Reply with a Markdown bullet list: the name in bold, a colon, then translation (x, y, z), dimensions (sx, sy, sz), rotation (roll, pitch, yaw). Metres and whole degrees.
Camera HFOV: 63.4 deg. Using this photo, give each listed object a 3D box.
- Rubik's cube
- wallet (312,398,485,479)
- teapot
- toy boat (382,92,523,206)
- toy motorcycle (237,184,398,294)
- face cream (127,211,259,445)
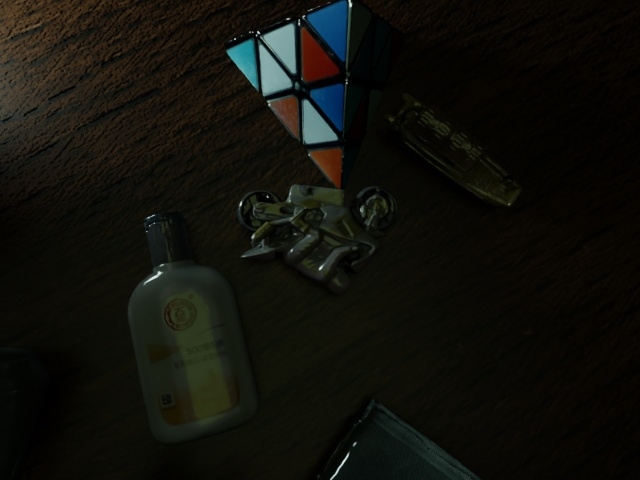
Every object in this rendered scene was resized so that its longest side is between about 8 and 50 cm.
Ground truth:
- **Rubik's cube**: translation (0.047, -0.259, 0.684), dimensions (0.250, 0.234, 0.284), rotation (-32, 85, -11)
- **wallet**: translation (0.062, 0.403, 0.633), dimensions (0.237, 0.075, 0.342), rotation (31, 78, 25)
- **teapot**: translation (-0.419, 0.244, 0.594), dimensions (0.203, 0.171, 0.224), rotation (-1, 87, 25)
- **toy boat**: translation (0.194, -0.129, 0.752), dimensions (0.226, 0.088, 0.068), rotation (38, 78, 2)
- **toy motorcycle**: translation (0.000, 0.000, 0.717), dimensions (0.225, 0.073, 0.152), rotation (-2, 83, -7)
- **face cream**: translation (-0.175, 0.107, 0.679), dimensions (0.144, 0.071, 0.290), rotation (-11, 82, -8)
